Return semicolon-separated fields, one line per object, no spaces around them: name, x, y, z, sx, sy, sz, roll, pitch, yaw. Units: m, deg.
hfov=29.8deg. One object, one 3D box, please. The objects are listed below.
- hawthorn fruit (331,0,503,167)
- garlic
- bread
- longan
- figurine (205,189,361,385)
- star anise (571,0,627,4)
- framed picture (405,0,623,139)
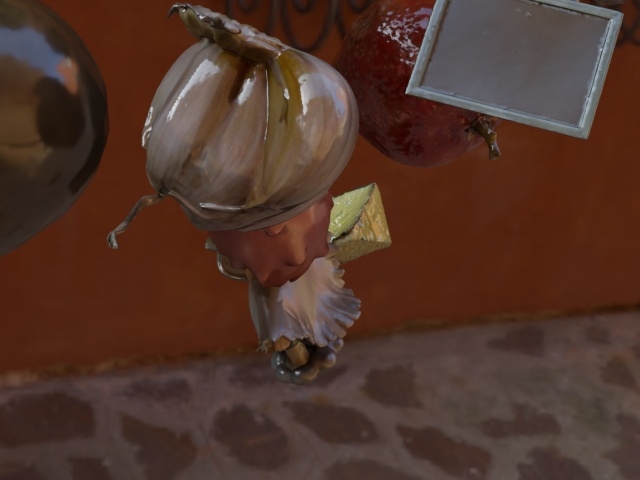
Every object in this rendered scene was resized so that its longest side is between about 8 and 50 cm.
hawthorn fruit;0.135;-0.180;1.434;0.205;0.205;0.253;-19;51;-44
garlic;-0.093;-0.100;0.982;0.207;0.207;0.256;24;32;37
bread;0.000;0.000;2.209;0.266;0.142;0.178;-18;43;33
longan;-0.322;-0.111;1.099;0.258;0.258;0.258;5;23;-2
figurine;-0.060;0.001;1.370;0.166;0.387;0.207;3;43;25
star anise;0.271;-0.382;1.564;0.117;0.332;0.331;-16;31;-40
framed picture;0.191;-0.182;1.182;0.183;0.142;0.011;16;-15;11
